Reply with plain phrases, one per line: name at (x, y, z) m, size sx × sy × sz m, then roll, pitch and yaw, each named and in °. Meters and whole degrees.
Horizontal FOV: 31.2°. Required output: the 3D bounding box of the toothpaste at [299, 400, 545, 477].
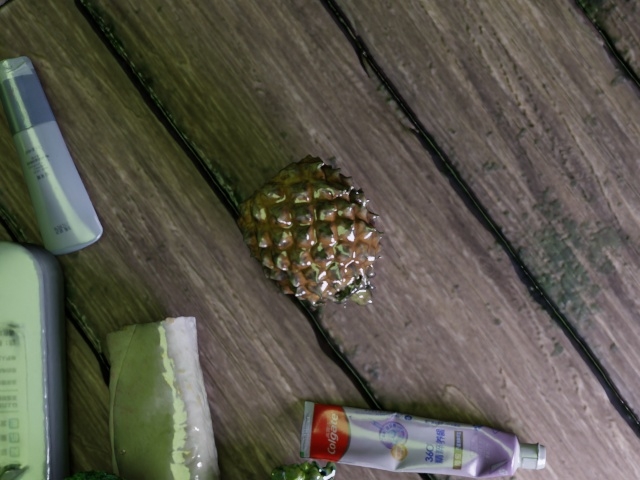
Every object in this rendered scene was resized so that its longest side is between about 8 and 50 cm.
toothpaste at (0.125, 0.250, 1.412) m, size 0.301 × 0.048 × 0.075 m, roll 5°, pitch 81°, yaw 5°

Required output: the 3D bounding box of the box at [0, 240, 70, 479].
box at (-0.518, 0.201, 1.436) m, size 0.396 × 0.111 × 0.397 m, roll -1°, pitch 89°, yaw 5°

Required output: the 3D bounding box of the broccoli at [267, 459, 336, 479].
broccoli at (0.003, 0.371, 1.399) m, size 0.274 × 0.177 × 0.198 m, roll 4°, pitch 52°, yaw -23°

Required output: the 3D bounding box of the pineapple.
pineapple at (0.000, 0.000, 1.374) m, size 0.166 × 0.166 × 0.193 m, roll -38°, pitch 89°, yaw 3°

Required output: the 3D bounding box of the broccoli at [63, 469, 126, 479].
broccoli at (-0.261, 0.411, 1.280) m, size 0.307 × 0.275 × 0.308 m, roll -2°, pitch 97°, yaw -16°

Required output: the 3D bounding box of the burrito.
burrito at (-0.192, 0.243, 1.408) m, size 0.143 × 0.105 × 0.299 m, roll -6°, pitch 88°, yaw 29°

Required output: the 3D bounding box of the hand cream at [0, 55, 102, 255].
hand cream at (-0.353, -0.107, 1.459) m, size 0.079 × 0.048 × 0.255 m, roll -19°, pitch 93°, yaw 13°
